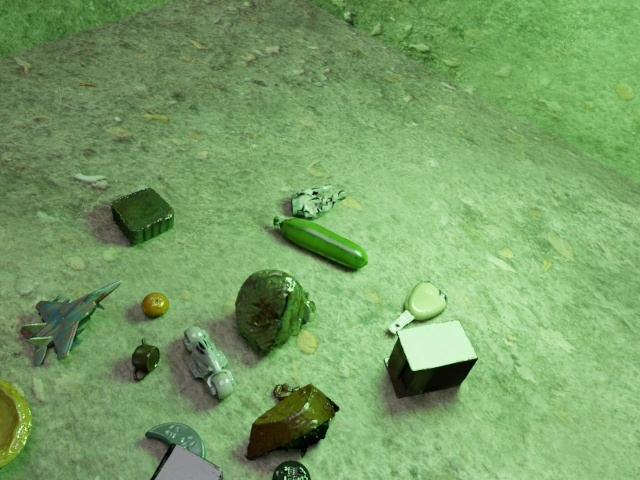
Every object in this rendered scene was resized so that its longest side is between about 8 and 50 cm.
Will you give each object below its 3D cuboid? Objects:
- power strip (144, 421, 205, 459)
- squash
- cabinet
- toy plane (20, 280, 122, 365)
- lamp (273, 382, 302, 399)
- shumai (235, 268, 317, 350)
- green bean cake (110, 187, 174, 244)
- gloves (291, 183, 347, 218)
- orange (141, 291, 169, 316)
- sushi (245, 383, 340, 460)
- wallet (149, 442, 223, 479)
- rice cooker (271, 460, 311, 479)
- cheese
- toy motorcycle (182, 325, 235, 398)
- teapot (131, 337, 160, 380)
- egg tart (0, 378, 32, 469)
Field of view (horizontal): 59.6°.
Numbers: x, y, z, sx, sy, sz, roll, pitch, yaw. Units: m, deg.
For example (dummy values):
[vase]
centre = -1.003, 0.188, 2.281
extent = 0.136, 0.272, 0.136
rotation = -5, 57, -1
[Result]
[power strip]
centre = -0.368, 0.572, 1.466
extent = 0.137, 0.044, 0.216
rotation = -18, 53, -25
[squash]
centre = 0.000, 0.000, 2.006
extent = 0.378, 0.101, 0.101
rotation = 23, 49, 12
[cabinet]
centre = 0.326, 0.355, 1.694
extent = 0.215, 0.175, 0.148
rotation = -7, 50, -15
[toy plane]
centre = -0.725, 0.222, 1.658
extent = 0.326, 0.104, 0.223
rotation = -32, 60, -14
[lamp]
centre = -0.097, 0.448, 1.635
extent = 0.083, 0.031, 0.063
rotation = 13, 46, 7
[shumai]
centre = -0.133, 0.209, 1.745
extent = 0.189, 0.256, 0.218
rotation = 27, 13, 31
[green bean cake]
centre = -0.625, -0.083, 1.971
extent = 0.173, 0.094, 0.181
rotation = -30, 59, -32
[gloves]
centre = -0.003, -0.146, 2.132
extent = 0.212, 0.111, 0.128
rotation = -1, 25, -7
[orange]
centre = -0.518, 0.201, 1.754
extent = 0.083, 0.070, 0.083
rotation = 7, 50, -9
[sushi]
centre = -0.065, 0.507, 1.522
extent = 0.287, 0.140, 0.149
rotation = -31, 26, -30
[wallet]
centre = -0.373, 0.670, 1.341
extent = 0.172, 0.045, 0.318
rotation = 26, 60, 5
[rice cooker]
centre = -0.078, 0.646, 1.413
extent = 0.112, 0.107, 0.165
rotation = 8, 37, -8
[cheese]
centre = 0.316, 0.235, 1.881
extent = 0.251, 0.054, 0.127
rotation = -33, 62, -31
[toy motorcycle]
centre = -0.329, 0.345, 1.632
extent = 0.112, 0.113, 0.254
rotation = -22, 54, -26
[teapot]
centre = -0.517, 0.347, 1.626
extent = 0.068, 0.076, 0.121
rotation = 9, 77, 12
[egg tart]
centre = -0.876, 0.485, 1.406
extent = 0.293, 0.123, 0.294
rotation = 7, 45, -7
